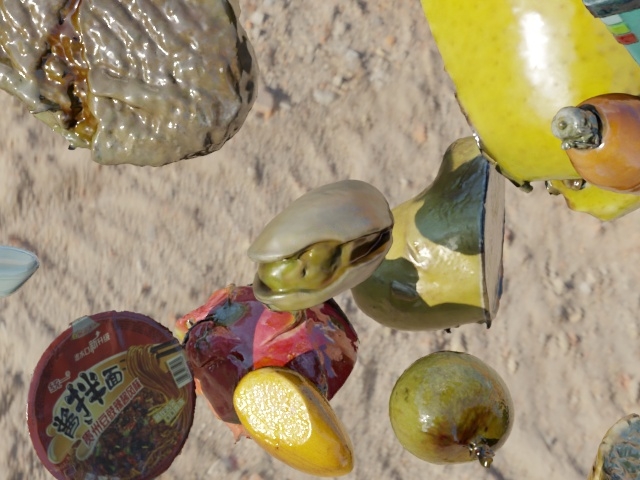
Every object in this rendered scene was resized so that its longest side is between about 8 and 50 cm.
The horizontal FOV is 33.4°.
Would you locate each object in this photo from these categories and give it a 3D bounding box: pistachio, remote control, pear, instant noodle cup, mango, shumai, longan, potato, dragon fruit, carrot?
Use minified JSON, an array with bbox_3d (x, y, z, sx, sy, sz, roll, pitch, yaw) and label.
[{"bbox_3d":[0.000,0.000,1.646,0.288,0.197,0.166,-22,109,-43],"label":"pistachio"},{"bbox_3d":[-0.488,0.034,1.267,0.293,0.103,0.051,8,61,-35],"label":"remote control"},{"bbox_3d":[0.253,-0.223,0.909,0.340,0.191,0.386,21,56,-37],"label":"pear"},{"bbox_3d":[-0.320,0.236,1.581,0.274,0.091,0.273,2,86,-36],"label":"instant noodle cup"},{"bbox_3d":[-0.032,0.279,1.631,0.217,0.141,0.102,37,21,18],"label":"mango"},{"bbox_3d":[-0.194,-0.215,0.990,0.346,0.283,0.217,40,95,-1],"label":"shumai"},{"bbox_3d":[0.167,0.217,1.332,0.155,0.145,0.176,-24,37,-5],"label":"longan"},{"bbox_3d":[0.204,-0.017,2.081,0.296,0.290,0.396,0,89,16],"label":"potato"},{"bbox_3d":[-0.107,0.174,1.832,0.225,0.305,0.305,53,58,-25],"label":"dragon fruit"},{"bbox_3d":[0.277,-0.053,0.787,0.336,0.069,0.069,10,60,-40],"label":"carrot"}]

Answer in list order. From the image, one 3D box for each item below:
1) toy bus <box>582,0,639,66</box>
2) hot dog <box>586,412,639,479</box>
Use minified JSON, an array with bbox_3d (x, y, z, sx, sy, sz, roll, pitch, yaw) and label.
[{"bbox_3d":[0.169,-0.159,0.474,0.092,0.079,0.160,33,57,-45],"label":"toy bus"},{"bbox_3d":[0.423,0.414,1.169,0.196,0.365,0.367,-27,54,-34],"label":"hot dog"}]
